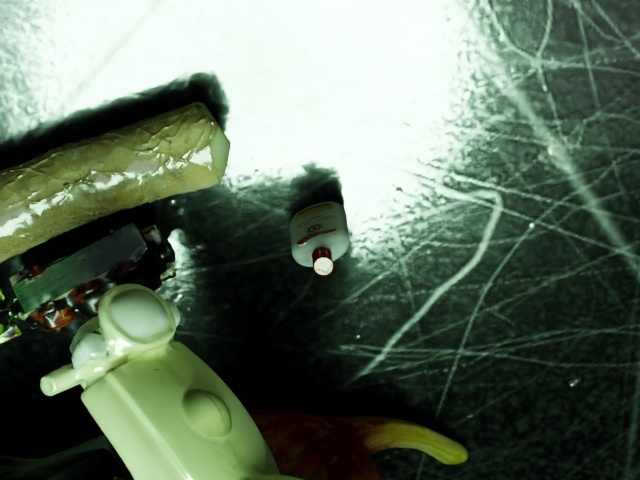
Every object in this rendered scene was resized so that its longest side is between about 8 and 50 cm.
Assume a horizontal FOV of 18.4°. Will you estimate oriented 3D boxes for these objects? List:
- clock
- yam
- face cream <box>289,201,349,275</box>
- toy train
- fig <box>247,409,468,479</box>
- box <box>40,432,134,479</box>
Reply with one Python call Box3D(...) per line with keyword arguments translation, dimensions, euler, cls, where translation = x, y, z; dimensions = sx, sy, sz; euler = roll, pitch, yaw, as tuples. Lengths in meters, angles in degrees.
Box3D(translation=(-0.139, 0.185, 1.242), dimensions=(0.379, 0.120, 0.276), euler=(-23, 90, 32), cls="clock")
Box3D(translation=(-0.199, -0.016, 1.296), dimensions=(0.300, 0.066, 0.066), euler=(-22, 113, 7), cls="yam")
Box3D(translation=(0.000, 0.000, 1.302), dimensions=(0.040, 0.083, 0.021), euler=(-19, 113, 5), cls="face cream")
Box3D(translation=(-0.211, 0.049, 1.315), dimensions=(0.250, 0.085, 0.053), euler=(-23, 96, 6), cls="toy train")
Box3D(translation=(-0.013, 0.176, 1.354), dimensions=(0.175, 0.175, 0.207), euler=(43, 83, -19), cls="fig")
Box3D(translation=(-0.262, 0.274, 1.432), dimensions=(0.325, 0.047, 0.180), euler=(-21, 113, 7), cls="box")
